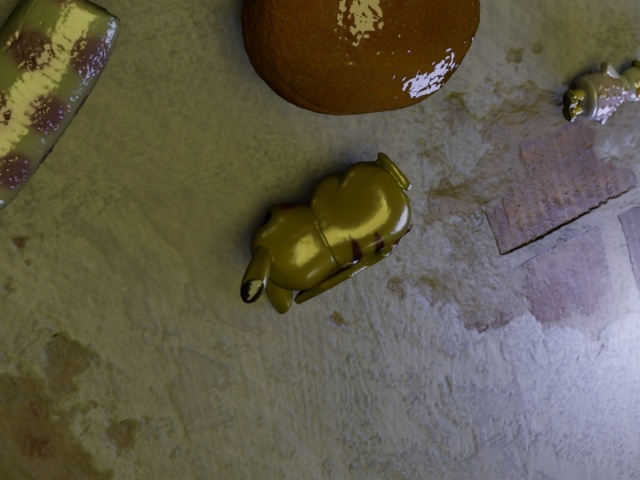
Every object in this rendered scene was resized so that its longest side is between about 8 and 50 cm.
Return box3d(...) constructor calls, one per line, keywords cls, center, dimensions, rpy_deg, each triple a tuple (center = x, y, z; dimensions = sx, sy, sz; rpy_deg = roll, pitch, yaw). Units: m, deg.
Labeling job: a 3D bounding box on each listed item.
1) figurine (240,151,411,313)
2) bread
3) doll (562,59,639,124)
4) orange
box3d(cls="figurine", center=(0.006, -0.004, 2.002), dimensions=(0.327, 0.218, 0.169), rpy_deg=(-27, 73, -2))
box3d(cls="bread", center=(-0.435, -0.217, 1.765), dimensions=(0.155, 0.187, 0.338), rpy_deg=(32, 93, -23))
box3d(cls="doll", center=(0.520, -0.266, 2.138), dimensions=(0.207, 0.081, 0.129), rpy_deg=(-19, 131, -15))
box3d(cls="orange", center=(0.064, -0.340, 1.822), dimensions=(0.357, 0.322, 0.322), rpy_deg=(1, 107, -24))
